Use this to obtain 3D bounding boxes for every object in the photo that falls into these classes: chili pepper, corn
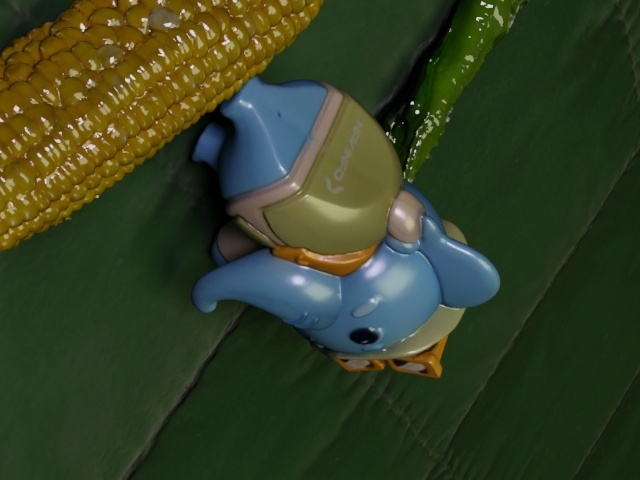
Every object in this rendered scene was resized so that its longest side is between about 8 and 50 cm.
[{"bbox_3d":[0.128,-0.156,0.819,0.085,0.076,0.359,30,83,-35],"label":"chili pepper"},{"bbox_3d":[-0.116,-0.087,0.540,0.313,0.102,0.102,-46,141,-22],"label":"corn"}]

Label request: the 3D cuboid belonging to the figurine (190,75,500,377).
[{"bbox_3d":[0.002,-0.003,0.690,0.180,0.154,0.262,-37,119,26],"label":"figurine"}]
